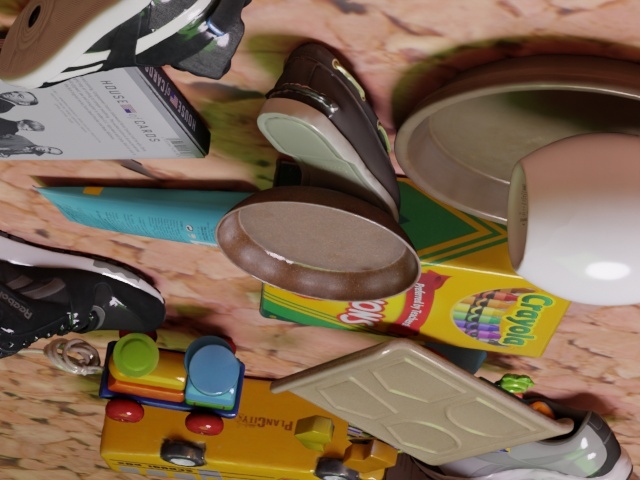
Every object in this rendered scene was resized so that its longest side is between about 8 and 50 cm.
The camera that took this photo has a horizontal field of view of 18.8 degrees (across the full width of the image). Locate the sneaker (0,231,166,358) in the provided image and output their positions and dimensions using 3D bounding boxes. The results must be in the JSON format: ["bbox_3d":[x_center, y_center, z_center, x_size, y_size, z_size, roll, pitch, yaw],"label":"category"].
[{"bbox_3d":[-0.295,0.072,1.906,0.283,0.124,0.107,17,157,-21],"label":"sneaker"}]

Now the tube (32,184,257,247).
[{"bbox_3d":[-0.152,-0.024,1.729,0.207,0.052,0.080,5,154,22],"label":"tube"}]

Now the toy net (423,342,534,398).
[{"bbox_3d":[0.142,0.153,2.068,0.122,0.045,0.232,11,160,-12],"label":"toy net"}]

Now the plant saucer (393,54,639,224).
[{"bbox_3d":[0.196,-0.072,1.486,0.278,0.041,0.278,6,158,3],"label":"plant saucer"}]

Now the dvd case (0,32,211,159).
[{"bbox_3d":[-0.229,-0.114,1.550,0.238,0.030,0.179,0,157,19],"label":"dvd case"}]

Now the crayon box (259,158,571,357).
[{"bbox_3d":[0.110,0.023,1.701,0.318,0.081,0.202,8,158,0],"label":"crayon box"}]

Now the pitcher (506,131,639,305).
[{"bbox_3d":[0.241,-0.014,1.425,0.207,0.125,0.178,1,177,-6],"label":"pitcher"}]

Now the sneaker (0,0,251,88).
[{"bbox_3d":[-0.133,-0.140,1.380,0.121,0.079,0.217,24,152,-32],"label":"sneaker"}]

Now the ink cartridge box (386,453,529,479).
[{"bbox_3d":[0.172,0.288,2.320,0.219,0.093,0.160,4,157,11],"label":"ink cartridge box"}]

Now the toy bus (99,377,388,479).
[{"bbox_3d":[-0.083,0.224,2.232,0.332,0.108,0.130,5,159,7],"label":"toy bus"}]

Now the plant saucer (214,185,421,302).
[{"bbox_3d":[0.000,0.000,1.545,0.168,0.029,0.168,10,153,5],"label":"plant saucer"}]

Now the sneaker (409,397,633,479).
[{"bbox_3d":[0.215,0.219,2.161,0.271,0.100,0.108,-1,128,35],"label":"sneaker"}]

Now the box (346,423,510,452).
[{"bbox_3d":[0.115,0.188,2.016,0.169,0.059,0.054,-3,158,28],"label":"box"}]

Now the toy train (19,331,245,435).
[{"bbox_3d":[-0.202,0.130,2.024,0.248,0.105,0.143,10,166,-3],"label":"toy train"}]

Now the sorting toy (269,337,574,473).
[{"bbox_3d":[0.071,0.163,1.893,0.229,0.041,0.307,25,153,-25],"label":"sorting toy"}]

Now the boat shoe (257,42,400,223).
[{"bbox_3d":[0.020,-0.073,1.505,0.081,0.069,0.228,12,161,22],"label":"boat shoe"}]
